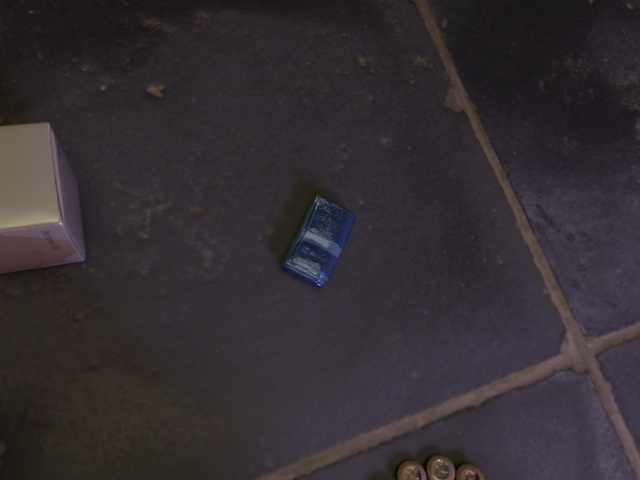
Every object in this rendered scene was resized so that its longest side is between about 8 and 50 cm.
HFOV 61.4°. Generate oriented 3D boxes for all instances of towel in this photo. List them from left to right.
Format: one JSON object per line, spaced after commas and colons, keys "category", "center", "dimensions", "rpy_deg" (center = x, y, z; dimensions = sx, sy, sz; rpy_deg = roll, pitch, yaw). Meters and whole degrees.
{"category": "towel", "center": [0.000, 0.000, 0.727], "dimensions": [0.067, 0.029, 0.119], "rpy_deg": [28, 67, -4]}

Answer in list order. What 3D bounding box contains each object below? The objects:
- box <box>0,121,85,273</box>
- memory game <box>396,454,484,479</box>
{"category": "box", "center": [-0.430, -0.027, 0.570], "dimensions": [0.311, 0.148, 0.121], "rpy_deg": [-10, 74, -15]}
{"category": "memory game", "center": [0.149, 0.344, 0.622], "dimensions": [0.186, 0.012, 0.186], "rpy_deg": [5, 54, -6]}
